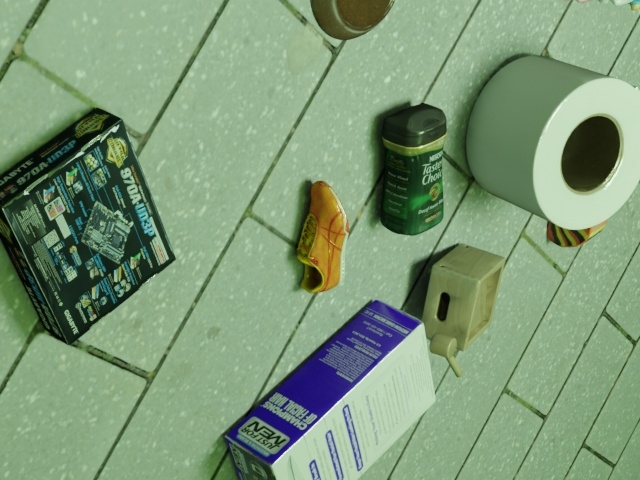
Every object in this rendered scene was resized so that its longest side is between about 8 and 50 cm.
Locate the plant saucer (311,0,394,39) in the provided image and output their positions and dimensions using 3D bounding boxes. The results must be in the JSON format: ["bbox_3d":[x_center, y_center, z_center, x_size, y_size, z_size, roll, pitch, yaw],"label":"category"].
[{"bbox_3d":[0.055,-0.345,1.630,0.168,0.029,0.169,-25,127,-39],"label":"plant saucer"}]

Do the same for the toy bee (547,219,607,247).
[{"bbox_3d":[0.471,-0.102,2.142,0.195,0.162,0.298,-46,138,-20],"label":"toy bee"}]

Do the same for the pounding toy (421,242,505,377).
[{"bbox_3d":[0.203,0.125,1.980,0.206,0.094,0.181,-31,136,-57],"label":"pounding toy"}]

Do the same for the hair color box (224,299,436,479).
[{"bbox_3d":[0.024,0.268,1.869,0.339,0.110,0.185,-41,138,-30],"label":"hair color box"}]

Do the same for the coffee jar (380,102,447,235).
[{"bbox_3d":[0.137,-0.106,1.816,0.096,0.079,0.184,-27,129,-38],"label":"coffee jar"}]

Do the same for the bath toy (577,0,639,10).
[{"bbox_3d":[0.394,-0.430,1.902,0.348,0.151,0.129,-5,78,-44],"label":"bath toy"}]

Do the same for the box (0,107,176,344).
[{"bbox_3d":[-0.271,-0.013,1.414,0.175,0.051,0.220,-41,136,-27],"label":"box"}]

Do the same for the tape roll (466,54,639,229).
[{"bbox_3d":[0.375,-0.157,1.950,0.246,0.169,0.246,-13,115,-29],"label":"tape roll"}]

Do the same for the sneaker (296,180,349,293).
[{"bbox_3d":[0.000,0.000,1.730,0.067,0.064,0.175,-20,122,-30],"label":"sneaker"}]
